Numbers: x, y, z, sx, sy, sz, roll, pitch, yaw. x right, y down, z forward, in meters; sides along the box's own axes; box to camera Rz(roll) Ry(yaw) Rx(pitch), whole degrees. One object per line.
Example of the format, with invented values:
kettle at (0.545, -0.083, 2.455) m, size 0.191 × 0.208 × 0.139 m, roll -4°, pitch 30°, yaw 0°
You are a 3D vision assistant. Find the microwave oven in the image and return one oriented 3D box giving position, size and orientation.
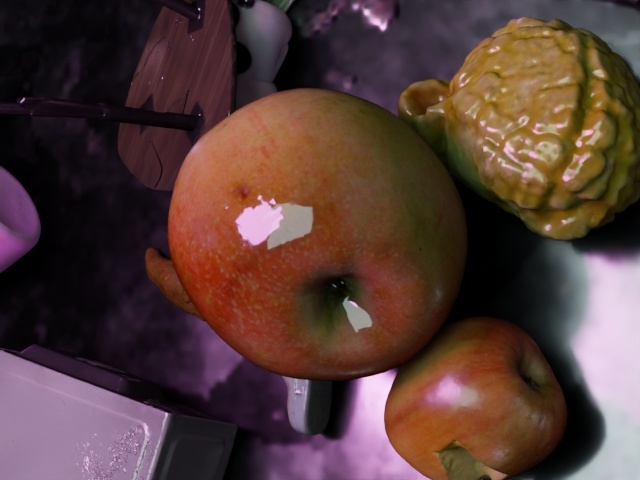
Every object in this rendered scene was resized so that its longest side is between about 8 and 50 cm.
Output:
microwave oven at (-0.280, 0.273, 1.886) m, size 0.295 × 0.181 × 0.237 m, roll 16°, pitch 86°, yaw 30°

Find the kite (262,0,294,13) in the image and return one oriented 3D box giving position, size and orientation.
kite at (-0.071, -0.391, 1.997) m, size 0.268 × 0.013 × 0.322 m, roll -14°, pitch 76°, yaw 25°

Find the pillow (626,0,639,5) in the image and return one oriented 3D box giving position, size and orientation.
pillow at (0.299, -0.389, 1.770) m, size 0.208 × 0.052 × 0.212 m, roll 16°, pitch 89°, yaw 27°

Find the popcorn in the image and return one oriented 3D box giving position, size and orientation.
popcorn at (0.241, -0.137, 1.693) m, size 0.225 × 0.174 × 0.286 m, roll -49°, pitch 50°, yaw -5°

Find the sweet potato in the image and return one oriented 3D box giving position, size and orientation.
sweet potato at (-0.134, 0.073, 1.910) m, size 0.274 × 0.067 × 0.067 m, roll 29°, pitch 95°, yaw 39°

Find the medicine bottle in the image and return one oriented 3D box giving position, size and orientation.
medicine bottle at (-0.515, 0.012, 2.082) m, size 0.254 × 0.152 × 0.152 m, roll -34°, pitch 66°, yaw 18°

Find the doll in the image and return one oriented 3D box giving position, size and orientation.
doll at (-0.099, -0.215, 1.925) m, size 0.110 × 0.107 × 0.180 m, roll 9°, pitch 95°, yaw 7°

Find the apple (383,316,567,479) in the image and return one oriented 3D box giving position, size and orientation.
apple at (0.162, 0.181, 1.672) m, size 0.199 × 0.199 × 0.199 m, roll -6°, pitch 78°, yaw 28°

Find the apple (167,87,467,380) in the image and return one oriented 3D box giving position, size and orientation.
apple at (0.000, 0.000, 1.646) m, size 0.319 × 0.319 × 0.277 m, roll -54°, pitch 20°, yaw 9°

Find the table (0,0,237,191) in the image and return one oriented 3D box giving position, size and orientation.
table at (-0.267, -0.203, 1.846) m, size 0.317 × 0.249 × 0.317 m, roll -25°, pitch 60°, yaw 54°

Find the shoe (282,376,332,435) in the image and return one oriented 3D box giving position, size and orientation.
shoe at (-0.026, 0.134, 1.833) m, size 0.078 × 0.079 × 0.195 m, roll -2°, pitch 83°, yaw 28°
